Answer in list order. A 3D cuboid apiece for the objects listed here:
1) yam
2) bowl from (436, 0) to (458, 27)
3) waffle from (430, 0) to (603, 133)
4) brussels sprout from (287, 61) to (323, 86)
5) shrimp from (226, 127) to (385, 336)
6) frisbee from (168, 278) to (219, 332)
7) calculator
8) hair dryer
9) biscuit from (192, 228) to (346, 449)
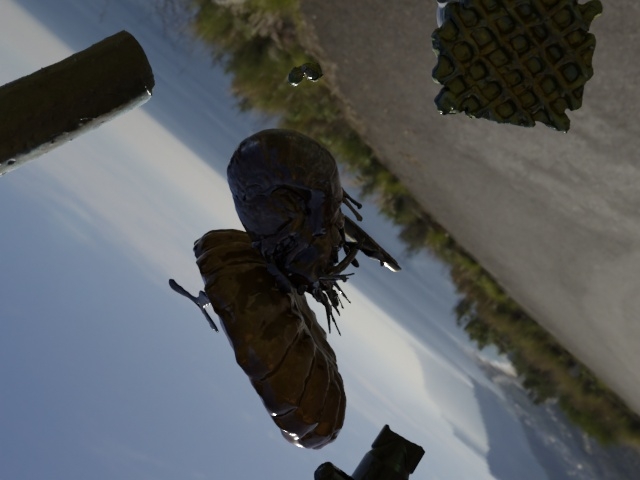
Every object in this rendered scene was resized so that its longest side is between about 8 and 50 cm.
[{"bbox_3d":[-0.314,-0.151,1.011,0.093,0.259,0.093,39,147,31],"label":"yam"},{"bbox_3d":[0.295,-0.499,1.818,0.086,0.189,0.189,33,-177,-30],"label":"bowl"},{"bbox_3d":[0.261,-0.261,1.202,0.223,0.204,0.054,10,-161,6],"label":"waffle"},{"bbox_3d":[-0.037,-0.384,2.040,0.046,0.083,0.051,-107,-1,-47],"label":"brussels sprout"},{"bbox_3d":[-0.006,-0.003,1.062,0.116,0.145,0.343,-103,-8,-45],"label":"shrimp"},{"bbox_3d":[-0.333,0.190,2.475,0.211,0.012,0.187,8,135,51],"label":"frisbee"},{"bbox_3d":[0.076,-0.010,1.789,0.236,0.033,0.157,38,-177,-31],"label":"calculator"},{"bbox_3d":[0.087,0.486,1.849,0.116,0.244,0.302,24,164,33],"label":"hair dryer"},{"bbox_3d":[-0.058,0.122,1.177,0.326,0.107,0.326,59,-179,-1],"label":"biscuit"}]
